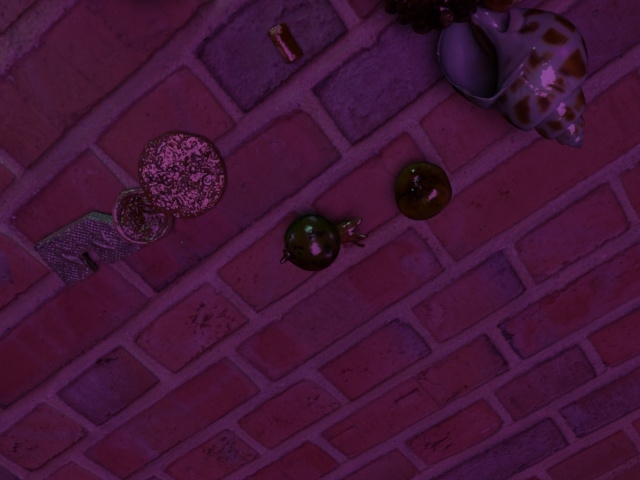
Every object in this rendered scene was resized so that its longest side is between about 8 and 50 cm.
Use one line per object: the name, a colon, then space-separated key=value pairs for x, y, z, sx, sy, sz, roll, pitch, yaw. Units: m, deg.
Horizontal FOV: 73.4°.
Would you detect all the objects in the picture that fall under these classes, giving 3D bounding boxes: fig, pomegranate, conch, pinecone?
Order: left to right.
pomegranate: x=0.010 y=0.008 z=1.094 sx=0.221 sy=0.156 sz=0.156 roll=5 pitch=112 yaw=-15
fig: x=0.252 y=-0.119 z=1.065 sx=0.136 sy=0.121 sz=0.152 roll=38 pitch=133 yaw=21
pinecone: x=0.220 y=-0.538 z=0.816 sx=0.225 sy=0.224 sz=0.272 roll=-3 pitch=86 yaw=-2
conch: x=0.422 y=-0.351 z=0.911 sx=0.250 sy=0.197 sz=0.367 roll=-33 pitch=67 yaw=17

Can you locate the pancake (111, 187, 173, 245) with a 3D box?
pancake: x=-0.450 y=-0.061 z=1.081 sx=0.152 sy=0.025 sz=0.151 roll=-2 pitch=97 yaw=-16

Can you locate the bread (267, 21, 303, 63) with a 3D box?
bread: x=-0.078 y=-0.440 z=0.961 sx=0.047 sy=0.036 sz=0.083 roll=-33 pitch=109 yaw=1

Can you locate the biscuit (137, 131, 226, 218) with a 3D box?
biscuit: x=-0.340 y=-0.159 z=1.058 sx=0.220 sy=0.033 sz=0.219 roll=-3 pitch=109 yaw=-8

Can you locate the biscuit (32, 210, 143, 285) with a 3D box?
biscuit: x=-0.599 y=0.015 z=1.116 sx=0.250 sy=0.046 sz=0.147 roll=-26 pitch=111 yaw=8

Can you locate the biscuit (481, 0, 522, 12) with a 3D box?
biscuit: x=0.405 y=-0.557 z=0.877 sx=0.229 sy=0.176 sz=0.031 roll=-38 pitch=151 yaw=-4
